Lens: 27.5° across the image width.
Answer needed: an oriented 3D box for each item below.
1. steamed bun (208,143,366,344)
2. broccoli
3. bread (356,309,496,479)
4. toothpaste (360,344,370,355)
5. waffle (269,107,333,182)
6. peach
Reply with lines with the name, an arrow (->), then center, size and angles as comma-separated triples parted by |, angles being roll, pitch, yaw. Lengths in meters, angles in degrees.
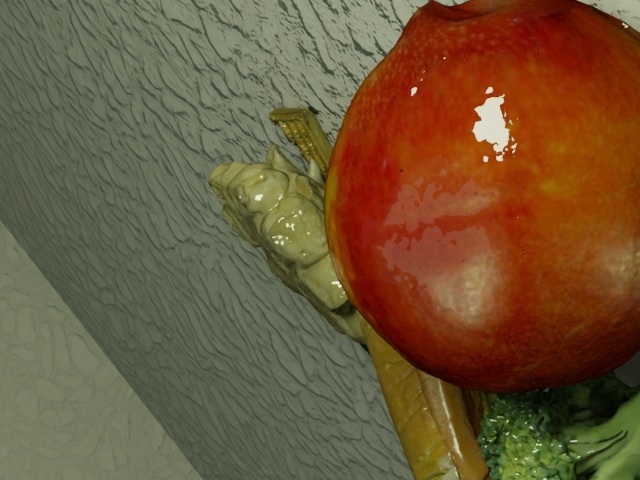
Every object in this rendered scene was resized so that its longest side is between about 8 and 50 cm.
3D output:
steamed bun -> 0.000, 0.000, 1.680 | 0.292, 0.137, 0.295 | 53, 169, -26
broccoli -> 0.333, 0.245, 1.270 | 0.375, 0.249, 0.302 | 19, 165, 8
bread -> 0.141, 0.165, 1.481 | 0.119, 0.152, 0.288 | -41, 57, 38
toothpaste -> 0.102, 0.191, 1.935 | 0.170, 0.028, 0.045 | 57, 143, 0
waffle -> -0.008, -0.111, 1.755 | 0.153, 0.023, 0.097 | 60, 157, -17
peach -> 0.176, -0.048, 1.180 | 0.372, 0.290, 0.373 | 10, 111, 28
